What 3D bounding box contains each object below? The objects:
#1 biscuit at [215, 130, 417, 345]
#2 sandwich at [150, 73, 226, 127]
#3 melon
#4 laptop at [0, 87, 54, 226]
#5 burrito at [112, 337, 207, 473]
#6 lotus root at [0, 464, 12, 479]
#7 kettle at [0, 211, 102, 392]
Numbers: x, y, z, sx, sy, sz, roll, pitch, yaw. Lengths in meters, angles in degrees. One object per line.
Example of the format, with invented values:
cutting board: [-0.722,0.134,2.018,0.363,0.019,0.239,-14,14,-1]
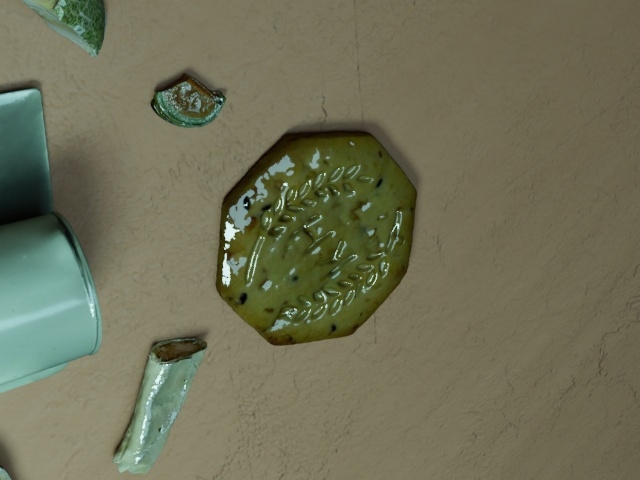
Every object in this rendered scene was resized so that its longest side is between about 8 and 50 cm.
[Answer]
biscuit: [0.001,0.001,1.804,0.359,0.046,0.359,-13,117,-26]
sandwich: [-0.181,-0.186,1.619,0.101,0.026,0.069,24,98,-36]
melon: [-0.317,-0.294,1.440,0.093,0.139,0.203,-18,124,1]
laptop: [-0.471,-0.082,1.490,0.269,0.015,0.188,-14,118,-26]
burrito: [-0.241,0.245,1.747,0.087,0.060,0.226,15,101,-41]
lotus root: [-0.487,0.443,1.672,0.167,0.078,0.330,-26,127,-37]
kettle: [-0.449,0.120,1.479,0.318,0.205,0.265,-18,116,-27]
